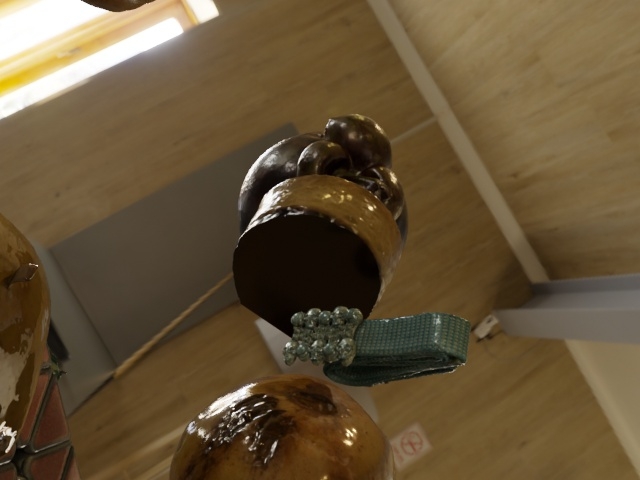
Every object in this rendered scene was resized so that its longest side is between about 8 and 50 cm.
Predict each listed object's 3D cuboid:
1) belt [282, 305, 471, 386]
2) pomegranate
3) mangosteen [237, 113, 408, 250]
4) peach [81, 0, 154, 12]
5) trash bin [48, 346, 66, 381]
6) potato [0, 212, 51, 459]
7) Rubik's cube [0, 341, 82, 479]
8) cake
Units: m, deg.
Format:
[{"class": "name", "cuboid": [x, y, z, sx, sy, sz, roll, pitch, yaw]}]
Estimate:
[{"class": "belt", "cuboid": [0.059, 0.100, 0.657, 0.179, 0.065, 0.100, -20, -47, 43]}, {"class": "pomegranate", "cuboid": [-0.049, 0.329, 0.903, 0.322, 0.322, 0.322, 55, -14, 20]}, {"class": "mangosteen", "cuboid": [0.018, -0.053, 1.149, 0.306, 0.307, 0.347, 58, -26, 9]}, {"class": "peach", "cuboid": [-0.243, -0.392, 0.754, 0.232, 0.232, 0.256, 48, -11, 42]}, {"class": "trash bin", "cuboid": [-0.602, 0.220, 1.177, 0.295, 0.259, 0.381, 46, -16, 7]}, {"class": "potato", "cuboid": [-0.252, 0.075, 0.368, 0.116, 0.239, 0.299, 24, -5, 28]}, {"class": "Rubik's cube", "cuboid": [-0.380, 0.234, 0.722, 0.233, 0.228, 0.229, 55, -43, 10]}, {"class": "cake", "cuboid": [0.000, 0.000, 0.864, 0.185, 0.208, 0.178, 63, 21, -24]}]
